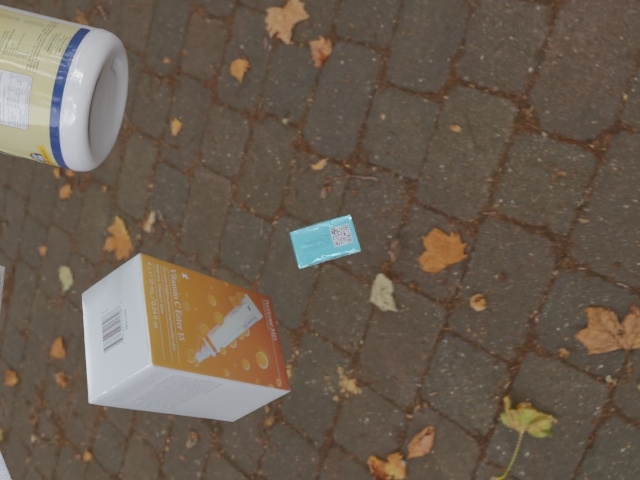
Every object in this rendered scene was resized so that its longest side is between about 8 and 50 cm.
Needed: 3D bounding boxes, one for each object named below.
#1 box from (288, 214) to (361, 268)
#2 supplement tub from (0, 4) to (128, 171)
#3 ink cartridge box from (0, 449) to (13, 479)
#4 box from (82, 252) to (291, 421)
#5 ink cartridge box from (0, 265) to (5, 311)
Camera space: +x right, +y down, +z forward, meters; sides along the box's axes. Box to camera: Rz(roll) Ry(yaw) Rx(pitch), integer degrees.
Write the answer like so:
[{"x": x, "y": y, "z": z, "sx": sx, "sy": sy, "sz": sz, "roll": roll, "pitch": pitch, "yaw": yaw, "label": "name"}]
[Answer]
[{"x": 0.000, "y": 0.000, "z": 1.179, "sx": 0.100, "sy": 0.244, "sz": 0.060, "roll": -16, "pitch": 92, "yaw": -3, "label": "box"}, {"x": -0.487, "y": -0.250, "z": 1.102, "sx": 0.316, "sy": 0.228, "sz": 0.229, "roll": 13, "pitch": 100, "yaw": -2, "label": "supplement tub"}, {"x": -0.746, "y": 0.523, "z": 1.582, "sx": 0.175, "sy": 0.072, "sz": 0.128, "roll": -21, "pitch": 90, "yaw": 62, "label": "ink cartridge box"}, {"x": -0.244, "y": 0.193, "z": 1.303, "sx": 0.168, "sy": 0.345, "sz": 0.215, "roll": -32, "pitch": 57, "yaw": 26, "label": "box"}, {"x": -0.993, "y": 0.199, "z": 1.917, "sx": 0.117, "sy": 0.207, "sz": 0.283, "roll": -1, "pitch": 81, "yaw": 19, "label": "ink cartridge box"}]
